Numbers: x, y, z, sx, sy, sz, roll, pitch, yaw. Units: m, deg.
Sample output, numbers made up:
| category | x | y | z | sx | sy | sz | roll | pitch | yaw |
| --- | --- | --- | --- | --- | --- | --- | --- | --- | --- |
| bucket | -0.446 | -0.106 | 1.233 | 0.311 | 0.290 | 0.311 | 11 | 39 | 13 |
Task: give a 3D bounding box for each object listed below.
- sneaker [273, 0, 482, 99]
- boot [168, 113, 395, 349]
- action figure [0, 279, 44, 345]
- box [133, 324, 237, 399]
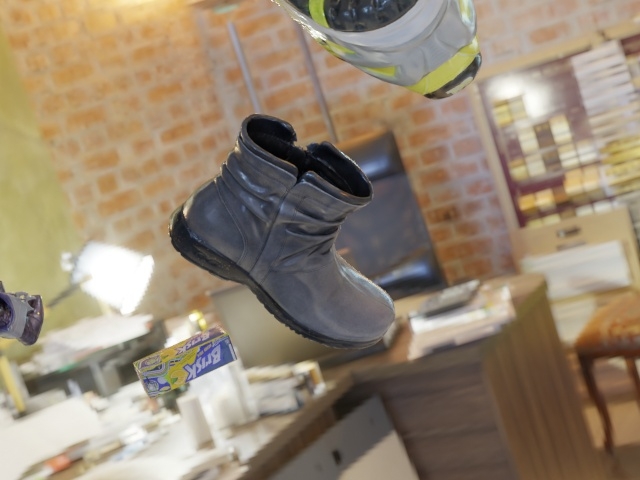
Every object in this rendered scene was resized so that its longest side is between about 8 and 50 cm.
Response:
| category | x | y | z | sx | sy | sz | roll | pitch | yaw |
| --- | --- | --- | --- | --- | --- | --- | --- | --- | --- |
| sneaker | -0.007 | -0.230 | 0.925 | 0.145 | 0.147 | 0.385 | -36 | 46 | 7 |
| boot | 0.000 | 0.000 | 1.457 | 0.223 | 0.338 | 0.118 | -42 | 31 | 39 |
| action figure | -0.506 | 0.074 | 1.631 | 0.185 | 0.099 | 0.285 | 1 | -13 | 22 |
| box | -0.235 | 0.211 | 2.074 | 0.169 | 0.059 | 0.054 | -24 | 22 | -16 |
